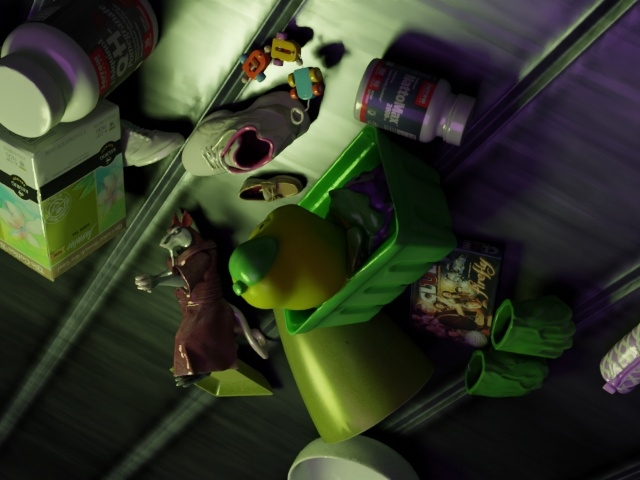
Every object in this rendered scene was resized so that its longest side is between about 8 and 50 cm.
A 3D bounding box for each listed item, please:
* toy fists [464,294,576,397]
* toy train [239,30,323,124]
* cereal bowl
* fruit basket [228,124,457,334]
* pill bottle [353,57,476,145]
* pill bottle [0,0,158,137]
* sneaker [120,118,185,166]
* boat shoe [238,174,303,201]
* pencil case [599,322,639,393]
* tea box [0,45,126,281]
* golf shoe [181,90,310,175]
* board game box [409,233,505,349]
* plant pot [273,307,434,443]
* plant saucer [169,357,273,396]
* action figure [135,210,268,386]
[{"bbox_3d":[0.382,0.206,1.604,0.142,0.096,0.279,9,134,-9],"label":"toy fists"},{"bbox_3d":[-0.059,-0.286,1.449,0.166,0.046,0.125,47,126,14],"label":"toy train"},{"bbox_3d":[0.100,0.587,2.056,0.338,0.141,0.339,14,133,16],"label":"cereal bowl"},{"bbox_3d":[0.000,0.000,1.452,0.391,0.283,0.392,-7,148,-4],"label":"fruit basket"},{"bbox_3d":[0.154,-0.220,1.367,0.180,0.108,0.108,20,134,10],"label":"pill bottle"},{"bbox_3d":[-0.425,-0.313,1.435,0.176,0.319,0.176,14,133,15],"label":"pill bottle"},{"bbox_3d":[-0.366,-0.201,1.677,0.212,0.080,0.094,-6,114,33],"label":"sneaker"},{"bbox_3d":[-0.098,-0.095,1.645,0.135,0.045,0.050,-4,126,29],"label":"boat shoe"},{"bbox_3d":[0.588,0.194,1.511,0.086,0.088,0.206,30,136,4],"label":"pencil case"},{"bbox_3d":[-0.584,-0.156,1.680,0.329,0.220,0.324,28,137,22],"label":"tea box"},{"bbox_3d":[-0.163,-0.175,1.547,0.306,0.140,0.115,-20,118,39],"label":"golf shoe"},{"bbox_3d":[0.259,0.096,1.626,0.165,0.042,0.243,13,132,18],"label":"board game box"},{"bbox_3d":[0.036,0.210,1.710,0.274,0.275,0.294,-32,93,42],"label":"plant pot"},{"bbox_3d":[-0.233,0.322,2.034,0.188,0.045,0.188,-8,147,32],"label":"plant saucer"},{"bbox_3d":[-0.251,0.115,1.803,0.275,0.248,0.370,-6,103,-9],"label":"action figure"}]
